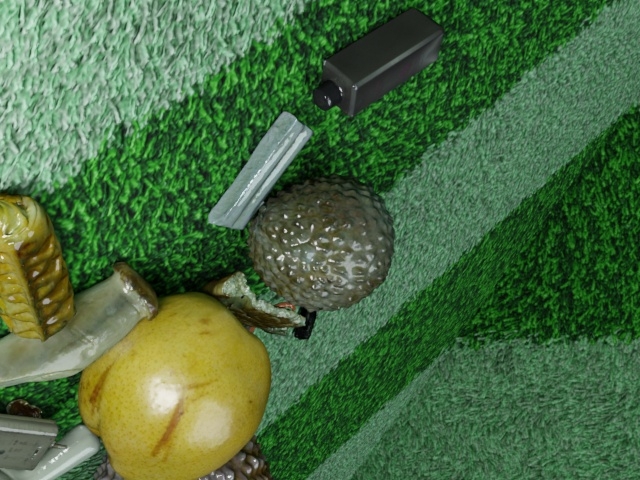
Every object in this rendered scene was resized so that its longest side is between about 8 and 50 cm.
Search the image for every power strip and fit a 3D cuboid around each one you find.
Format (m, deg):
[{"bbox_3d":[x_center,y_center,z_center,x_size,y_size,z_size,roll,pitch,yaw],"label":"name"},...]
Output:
[{"bbox_3d":[-0.493,0.299,1.501,0.268,0.034,0.092,19,112,-45],"label":"power strip"}]

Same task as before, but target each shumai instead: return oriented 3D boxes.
[{"bbox_3d":[-0.480,0.290,1.601,0.083,0.082,0.080,-19,109,-20],"label":"shumai"}]

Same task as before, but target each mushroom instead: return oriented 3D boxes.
[{"bbox_3d":[-0.383,0.149,1.473,0.333,0.107,0.087,-36,-172,-30],"label":"mushroom"}]

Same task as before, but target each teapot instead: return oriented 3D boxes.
[{"bbox_3d":[-0.507,0.421,1.599,0.318,0.149,0.220,-50,-175,3],"label":"teapot"}]

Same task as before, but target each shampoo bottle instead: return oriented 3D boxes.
[{"bbox_3d":[0.089,-0.283,1.624,0.246,0.079,0.080,-36,155,-25],"label":"shampoo bottle"}]

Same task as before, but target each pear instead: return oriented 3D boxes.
[{"bbox_3d":[-0.237,0.239,1.641,0.314,0.314,0.314,-39,156,-20],"label":"pear"}]

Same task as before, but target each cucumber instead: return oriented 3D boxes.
[{"bbox_3d":[-0.028,0.164,2.227,0.163,0.043,0.039,108,-10,-48],"label":"cucumber"}]

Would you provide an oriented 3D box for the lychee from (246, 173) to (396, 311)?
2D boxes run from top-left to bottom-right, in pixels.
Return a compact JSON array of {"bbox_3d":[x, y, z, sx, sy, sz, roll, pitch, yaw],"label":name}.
[{"bbox_3d":[0.000,0.000,1.750,0.274,0.255,0.255,15,119,-33],"label":"lychee"}]

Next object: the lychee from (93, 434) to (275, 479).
[{"bbox_3d":[-0.256,0.505,1.930,0.380,0.380,0.432,-15,122,-53],"label":"lychee"}]

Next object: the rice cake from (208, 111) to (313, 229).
[{"bbox_3d":[-0.096,-0.109,1.635,0.226,0.040,0.085,-53,157,14],"label":"rice cake"}]

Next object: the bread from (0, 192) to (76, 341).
[{"bbox_3d":[-0.384,0.035,1.296,0.269,0.098,0.087,95,1,-56],"label":"bread"}]

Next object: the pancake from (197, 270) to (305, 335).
[{"bbox_3d":[-0.119,0.117,1.810,0.376,0.197,0.054,72,32,-76],"label":"pancake"}]

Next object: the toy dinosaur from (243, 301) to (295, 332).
[{"bbox_3d":[-0.160,0.215,2.040,0.280,0.055,0.101,-32,131,-28],"label":"toy dinosaur"}]
